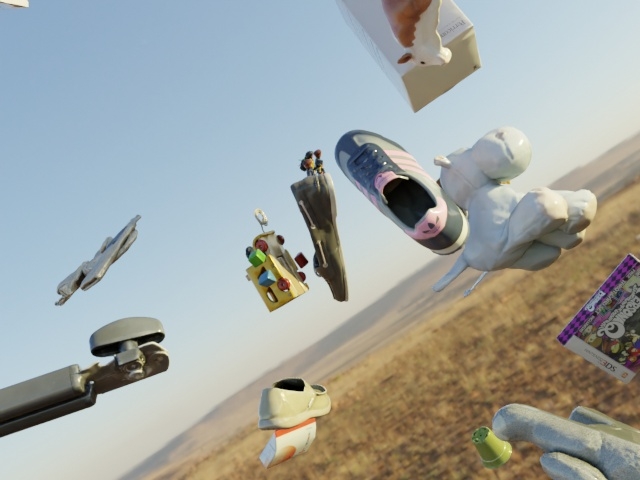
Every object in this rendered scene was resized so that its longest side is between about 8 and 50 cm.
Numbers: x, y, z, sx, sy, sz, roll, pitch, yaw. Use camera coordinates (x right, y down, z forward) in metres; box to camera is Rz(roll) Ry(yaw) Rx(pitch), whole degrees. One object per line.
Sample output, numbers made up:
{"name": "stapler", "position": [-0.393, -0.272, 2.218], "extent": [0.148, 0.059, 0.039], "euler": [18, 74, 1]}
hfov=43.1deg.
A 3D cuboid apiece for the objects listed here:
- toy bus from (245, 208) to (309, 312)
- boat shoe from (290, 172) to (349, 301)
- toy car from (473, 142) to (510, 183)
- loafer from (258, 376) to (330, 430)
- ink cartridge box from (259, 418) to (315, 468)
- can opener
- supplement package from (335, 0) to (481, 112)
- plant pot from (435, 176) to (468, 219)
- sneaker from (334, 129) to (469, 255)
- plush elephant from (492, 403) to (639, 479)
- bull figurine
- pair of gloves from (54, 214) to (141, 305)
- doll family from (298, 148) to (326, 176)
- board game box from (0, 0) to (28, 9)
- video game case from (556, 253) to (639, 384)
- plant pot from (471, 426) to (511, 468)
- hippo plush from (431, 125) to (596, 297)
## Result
{"name": "toy bus", "position": [-0.119, 0.064, 1.849], "extent": [0.104, 0.202, 0.191], "euler": [-33, -51, 24]}
{"name": "boat shoe", "position": [0.000, 0.000, 1.879], "extent": [0.095, 0.335, 0.112], "euler": [-11, 28, -3]}
{"name": "toy car", "position": [0.351, -0.165, 1.695], "extent": [0.040, 0.122, 0.060], "euler": [-1, -62, -32]}
{"name": "loafer", "position": [-0.050, 0.333, 1.711], "extent": [0.101, 0.092, 0.268], "euler": [-4, -1, 19]}
{"name": "ink cartridge box", "position": [-0.066, 0.512, 2.119], "extent": [0.145, 0.045, 0.179], "euler": [-11, -37, -42]}
{"name": "can opener", "position": [-0.350, 0.188, 1.134], "extent": [0.283, 0.095, 0.076], "euler": [-18, -38, -5]}
{"name": "supplement package", "position": [0.175, -0.450, 1.680], "extent": [0.177, 0.293, 0.175], "euler": [-35, -23, 4]}
{"name": "plant pot", "position": [0.269, -0.059, 1.589], "extent": [0.096, 0.109, 0.109], "euler": [-5, -30, -35]}
{"name": "sneaker", "position": [0.119, -0.106, 1.376], "extent": [0.112, 0.319, 0.131], "euler": [-52, -34, 7]}
{"name": "plush elephant", "position": [0.436, 0.415, 1.227], "extent": [0.330, 0.255, 0.271], "euler": [15, 2, 43]}
{"name": "bull figurine", "position": [0.156, -0.448, 1.361], "extent": [0.101, 0.310, 0.188], "euler": [-18, -10, -38]}
{"name": "pair of gloves", "position": [-0.491, 0.046, 1.771], "extent": [0.240, 0.042, 0.204], "euler": [-27, 23, 47]}
{"name": "doll family", "position": [-0.016, -0.192, 2.231], "extent": [0.076, 0.111, 0.193], "euler": [-12, 25, -6]}
{"name": "board game box", "position": [-0.537, -0.448, 1.037], "extent": [0.317, 0.319, 0.066], "euler": [1, 8, 18]}
{"name": "video game case", "position": [0.640, 0.168, 1.685], "extent": [0.232, 0.210, 0.042], "euler": [-53, 26, 14]}
{"name": "plant pot", "position": [0.408, 0.497, 1.968], "extent": [0.083, 0.079, 0.083], "euler": [-34, 22, 15]}
{"name": "hippo plush", "position": [0.330, -0.068, 1.476], "extent": [0.294, 0.237, 0.234], "euler": [-37, -29, 28]}
